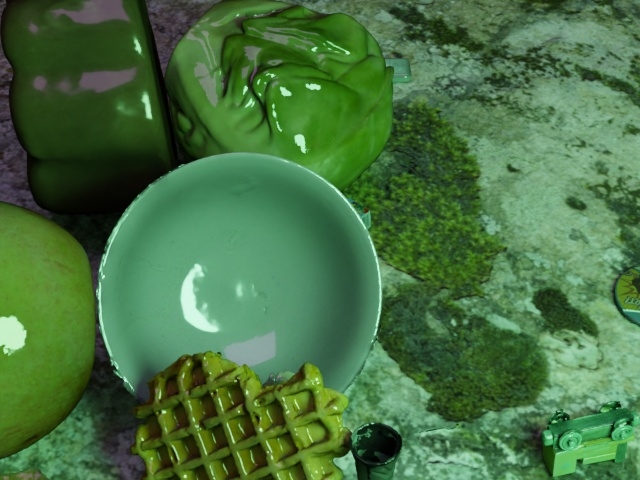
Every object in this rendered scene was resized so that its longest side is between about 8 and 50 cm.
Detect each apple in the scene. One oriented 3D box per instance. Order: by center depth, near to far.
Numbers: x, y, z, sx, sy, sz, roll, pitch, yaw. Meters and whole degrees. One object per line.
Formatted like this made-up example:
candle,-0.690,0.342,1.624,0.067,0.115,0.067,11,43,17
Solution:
apple,-0.401,0.108,1.452,0.277,0.319,0.319,3,45,-10

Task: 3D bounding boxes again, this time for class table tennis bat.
table tennis bat,0.439,0.089,1.658,0.100,0.019,0.155,8,44,7

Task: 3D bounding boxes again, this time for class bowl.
bowl,-0.105,0.064,1.556,0.346,0.345,0.157,-11,3,-10

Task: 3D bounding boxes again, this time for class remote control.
remote control,0.083,-0.274,2.014,0.125,0.018,0.053,-1,45,-1

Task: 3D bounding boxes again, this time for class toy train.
toy train,0.316,0.233,1.475,0.122,0.081,0.050,-9,38,-10

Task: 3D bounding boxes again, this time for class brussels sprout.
brussels sprout,-0.050,-0.205,1.793,0.328,0.247,0.328,13,43,-13

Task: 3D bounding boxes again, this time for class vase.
vase,0.059,0.273,1.380,0.059,0.167,0.059,0,43,0

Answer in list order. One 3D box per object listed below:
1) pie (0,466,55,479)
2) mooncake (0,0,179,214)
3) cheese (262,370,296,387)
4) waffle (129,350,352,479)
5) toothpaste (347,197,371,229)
pie,-0.356,0.388,1.333,0.340,0.083,0.339,-1,48,1
mooncake,-0.319,-0.213,1.725,0.201,0.378,0.378,-12,47,-4
cheese,-0.059,0.234,1.453,0.092,0.047,0.171,22,84,3
waffle,-0.095,0.219,1.406,0.253,0.249,0.056,37,14,17
toothpaste,0.000,0.000,1.739,0.164,0.034,0.046,-34,51,-28
